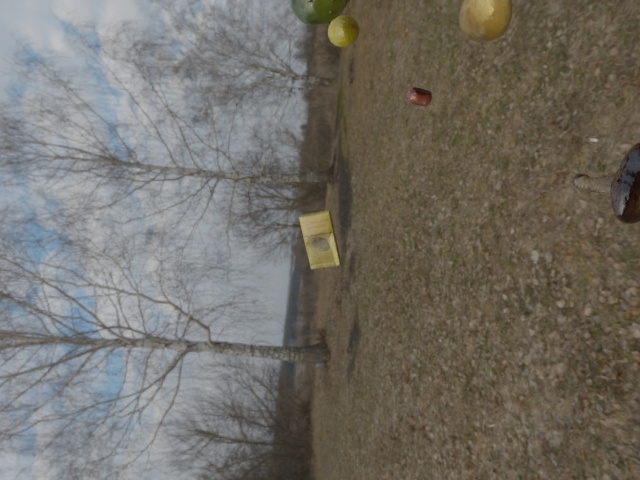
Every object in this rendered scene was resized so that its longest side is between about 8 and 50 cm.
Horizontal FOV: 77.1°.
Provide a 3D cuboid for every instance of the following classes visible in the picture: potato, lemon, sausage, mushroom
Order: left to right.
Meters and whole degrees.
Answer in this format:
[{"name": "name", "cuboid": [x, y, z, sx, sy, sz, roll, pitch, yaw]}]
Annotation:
[{"name": "potato", "cuboid": [0.011, -0.774, 1.199, 0.253, 0.186, 0.149, -38, 34, 30]}, {"name": "lemon", "cuboid": [0.086, -0.791, 1.521, 0.109, 0.132, 0.109, -17, -68, -51]}, {"name": "sausage", "cuboid": [0.368, -0.532, 1.495, 0.059, 0.094, 0.054, -78, 1, -45]}, {"name": "potato", "cuboid": [0.471, -0.649, 1.149, 0.146, 0.150, 0.234, -49, 6, 28]}, {"name": "mushroom", "cuboid": [0.805, -0.148, 1.120, 0.227, 0.148, 0.217, -58, 22, -13]}]

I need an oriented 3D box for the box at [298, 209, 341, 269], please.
[{"name": "box", "cuboid": [0.000, 0.000, 1.087, 0.023, 0.086, 0.155, -73, -27, -70]}]
